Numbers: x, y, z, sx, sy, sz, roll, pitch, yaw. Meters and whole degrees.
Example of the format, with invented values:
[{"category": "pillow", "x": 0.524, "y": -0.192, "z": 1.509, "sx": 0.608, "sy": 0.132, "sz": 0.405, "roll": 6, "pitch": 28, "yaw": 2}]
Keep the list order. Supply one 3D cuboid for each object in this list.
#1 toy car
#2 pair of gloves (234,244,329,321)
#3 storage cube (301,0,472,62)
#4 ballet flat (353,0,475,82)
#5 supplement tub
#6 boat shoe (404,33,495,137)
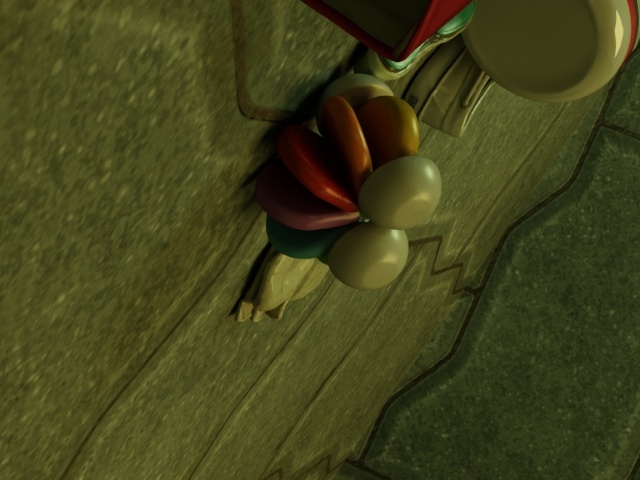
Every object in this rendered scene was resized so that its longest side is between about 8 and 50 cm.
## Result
[{"category": "toy car", "x": 0.011, "y": -0.051, "z": 1.174, "sx": 0.136, "sy": 0.159, "sz": 0.182, "roll": -2, "pitch": 136, "yaw": -30}, {"category": "pair of gloves", "x": 0.000, "y": 0.000, "z": 1.448, "sx": 0.204, "sy": 0.042, "sz": 0.240, "roll": -59, "pitch": 166, "yaw": 18}, {"category": "storage cube", "x": 0.043, "y": -0.240, "z": 0.640, "sx": 0.193, "sy": 0.183, "sz": 0.215, "roll": -44, "pitch": 164, "yaw": -43}, {"category": "ballet flat", "x": 0.086, "y": -0.198, "z": 1.259, "sx": 0.052, "sy": 0.057, "sz": 0.168, "roll": -27, "pitch": -170, "yaw": 49}, {"category": "supplement tub", "x": 0.283, "y": -0.285, "z": 1.412, "sx": 0.272, "sy": 0.191, "sz": 0.191, "roll": -44, "pitch": 164, "yaw": -40}, {"category": "boat shoe", "x": 0.202, "y": -0.222, "z": 1.513, "sx": 0.267, "sy": 0.088, "sz": 0.096, "roll": -48, "pitch": 166, "yaw": -28}]
